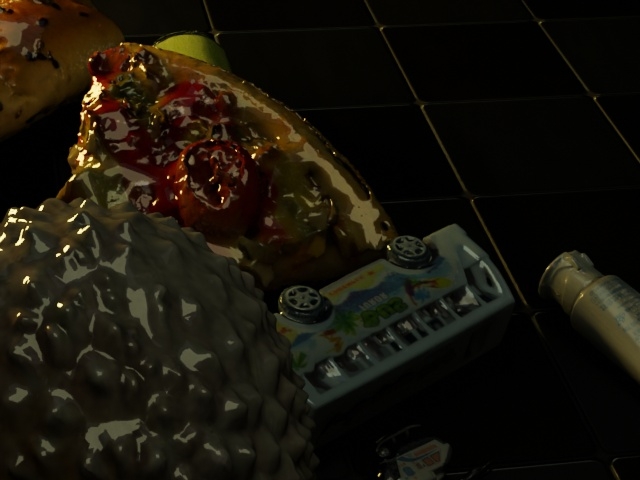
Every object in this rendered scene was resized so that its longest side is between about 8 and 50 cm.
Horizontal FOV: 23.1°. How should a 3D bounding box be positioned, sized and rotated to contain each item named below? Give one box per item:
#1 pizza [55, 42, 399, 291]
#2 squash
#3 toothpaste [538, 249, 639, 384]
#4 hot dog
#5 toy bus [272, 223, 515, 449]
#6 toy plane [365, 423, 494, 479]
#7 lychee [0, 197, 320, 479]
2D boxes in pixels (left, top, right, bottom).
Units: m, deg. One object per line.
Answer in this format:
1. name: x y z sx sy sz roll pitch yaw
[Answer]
1. pizza: -0.167 -0.030 1.703 0.440 0.130 0.406 34 57 20
2. squash: -0.157 -0.148 1.952 0.132 0.132 0.247 -3 36 -10
3. toothpaste: 0.354 0.118 1.645 0.114 0.073 0.299 -20 47 -33
4. hot dog: -0.456 -0.250 2.033 0.367 0.196 0.365 31 38 32
5. toy bus: 0.057 0.096 1.611 0.329 0.109 0.136 -25 52 -37
6. toy plane: 0.070 0.228 1.452 0.197 0.053 0.078 -22 49 -41
7. lychee: -0.180 0.165 1.230 0.380 0.380 0.432 -15 49 -27
